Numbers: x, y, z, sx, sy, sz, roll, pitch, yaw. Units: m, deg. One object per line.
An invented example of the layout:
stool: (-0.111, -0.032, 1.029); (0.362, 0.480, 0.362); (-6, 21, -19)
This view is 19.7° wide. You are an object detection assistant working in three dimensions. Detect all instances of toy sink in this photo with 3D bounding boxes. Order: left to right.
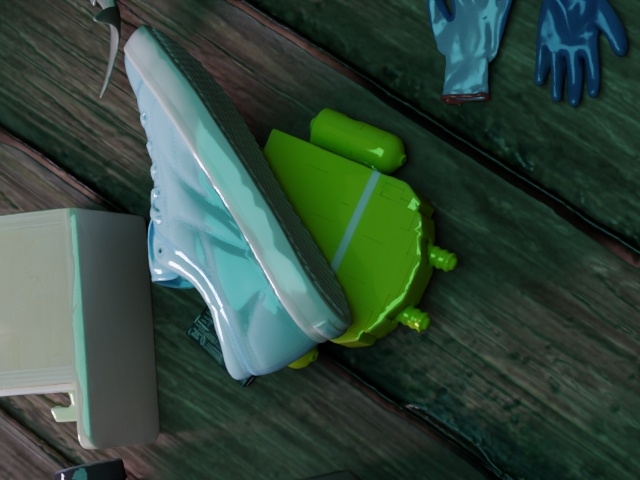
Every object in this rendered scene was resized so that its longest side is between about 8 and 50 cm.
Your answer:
toy sink: (-0.256, 0.092, 1.839); (0.131, 0.153, 0.234); (-7, 86, 21)

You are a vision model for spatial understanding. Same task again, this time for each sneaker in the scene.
sneaker: (-0.120, -0.034, 1.737); (0.150, 0.135, 0.366); (-34, 68, 10)

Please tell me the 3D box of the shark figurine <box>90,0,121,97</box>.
shark figurine: (-0.295, -0.279, 1.922); (0.278, 0.166, 0.116); (37, 127, 2)

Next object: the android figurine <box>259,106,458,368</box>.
android figurine: (0.000, 0.000, 1.782); (0.273, 0.056, 0.248); (22, 88, 23)

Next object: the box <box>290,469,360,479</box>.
box: (-0.008, 0.323, 1.711); (0.119, 0.182, 0.181); (34, 100, 19)

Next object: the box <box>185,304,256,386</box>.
box: (-0.084, 0.095, 1.841); (0.083, 0.018, 0.067); (41, 102, 19)

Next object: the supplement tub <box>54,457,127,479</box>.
supplement tub: (-0.211, 0.319, 1.834); (0.106, 0.106, 0.198); (-17, 81, 20)

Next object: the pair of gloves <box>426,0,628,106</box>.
pair of gloves: (0.194, -0.206, 1.748); (0.198, 0.023, 0.159); (2, 89, 22)
